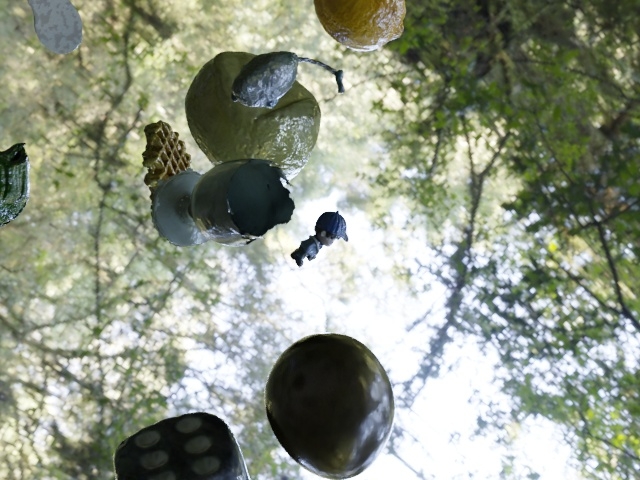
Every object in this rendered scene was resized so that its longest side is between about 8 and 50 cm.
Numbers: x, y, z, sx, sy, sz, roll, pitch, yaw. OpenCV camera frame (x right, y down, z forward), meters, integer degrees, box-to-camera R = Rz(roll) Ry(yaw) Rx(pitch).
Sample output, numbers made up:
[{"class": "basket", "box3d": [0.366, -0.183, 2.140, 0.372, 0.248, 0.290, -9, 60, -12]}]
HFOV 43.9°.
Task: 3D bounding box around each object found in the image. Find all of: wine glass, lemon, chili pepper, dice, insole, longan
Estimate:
[{"class": "wine glass", "box3d": [-0.161, -0.058, 1.268, 0.143, 0.143, 0.321, -58, -156, -16]}, {"class": "lemon", "box3d": [0.061, -0.404, 1.358, 0.142, 0.187, 0.142, -48, -163, 19]}, {"class": "chili pepper", "box3d": [-0.592, -0.110, 1.487, 0.061, 0.098, 0.224, -94, -154, -44]}, {"class": "dice", "box3d": [-0.198, 0.376, 1.166, 0.182, 0.183, 0.182, -14, -156, -18]}, {"class": "insole", "box3d": [-0.366, -0.314, 1.082, 0.065, 0.193, 0.006, -21, -109, -10]}, {"class": "longan", "box3d": [0.006, 0.214, 1.014, 0.204, 0.159, 0.184, -45, -124, 49]}]

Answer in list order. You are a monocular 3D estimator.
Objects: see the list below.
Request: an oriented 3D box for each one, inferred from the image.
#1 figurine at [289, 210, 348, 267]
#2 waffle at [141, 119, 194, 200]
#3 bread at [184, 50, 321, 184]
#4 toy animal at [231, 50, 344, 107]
[{"class": "figurine", "box3d": [-0.006, -0.007, 1.646, 0.136, 0.079, 0.077, -29, -177, 5]}, {"class": "waffle", "box3d": [-0.363, -0.167, 1.929, 0.056, 0.253, 0.248, -11, -114, 10]}, {"class": "bread", "box3d": [-0.149, -0.258, 1.734, 0.237, 0.321, 0.320, -52, -153, 20]}, {"class": "toy animal", "box3d": [-0.052, -0.259, 1.243, 0.070, 0.253, 0.079, 30, -57, 26]}]
